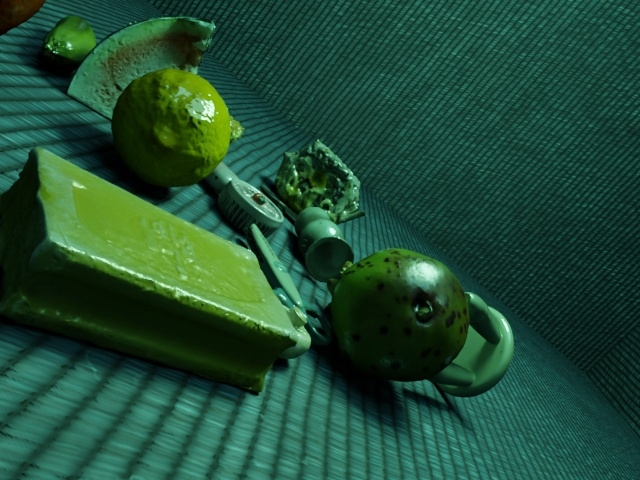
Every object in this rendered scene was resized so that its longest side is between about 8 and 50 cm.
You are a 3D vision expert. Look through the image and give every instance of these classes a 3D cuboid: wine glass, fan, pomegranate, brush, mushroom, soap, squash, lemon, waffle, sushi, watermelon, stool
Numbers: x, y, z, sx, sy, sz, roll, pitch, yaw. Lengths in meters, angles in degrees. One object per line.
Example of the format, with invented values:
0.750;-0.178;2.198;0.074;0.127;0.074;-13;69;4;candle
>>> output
0.000;0.000;1.266;0.103;0.103;0.231;36;11;-20;wine glass
-0.173;-0.100;1.163;0.244;0.074;0.130;45;14;22;fan
0.129;0.114;0.992;0.230;0.231;0.286;39;8;-8;pomegranate
-0.083;-0.073;1.469;0.193;0.016;0.063;45;13;14;brush
-0.049;0.121;0.794;0.083;0.067;0.083;46;10;-10;mushroom
-0.181;0.038;0.642;0.314;0.091;0.199;30;18;-40;soap
-0.498;-0.392;1.171;0.094;0.094;0.341;34;12;-28;squash
-0.245;-0.185;0.971;0.192;0.192;0.231;36;15;-20;lemon
-0.268;-0.335;1.742;0.160;0.046;0.192;43;13;20;waffle
0.005;-0.143;1.578;0.274;0.184;0.139;43;14;2;sushi
-0.337;-0.298;1.129;0.289;0.319;0.214;-29;96;-45;watermelon
0.245;0.179;1.139;0.198;0.195;0.195;37;-2;-34;stool

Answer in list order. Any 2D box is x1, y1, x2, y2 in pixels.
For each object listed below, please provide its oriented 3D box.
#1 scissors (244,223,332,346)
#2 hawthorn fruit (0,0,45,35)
-0.074;0.063;0.975;0.138;0.041;0.289;23;22;-41;scissors
-0.527;-0.423;0.827;0.265;0.265;0.307;29;7;-43;hawthorn fruit
